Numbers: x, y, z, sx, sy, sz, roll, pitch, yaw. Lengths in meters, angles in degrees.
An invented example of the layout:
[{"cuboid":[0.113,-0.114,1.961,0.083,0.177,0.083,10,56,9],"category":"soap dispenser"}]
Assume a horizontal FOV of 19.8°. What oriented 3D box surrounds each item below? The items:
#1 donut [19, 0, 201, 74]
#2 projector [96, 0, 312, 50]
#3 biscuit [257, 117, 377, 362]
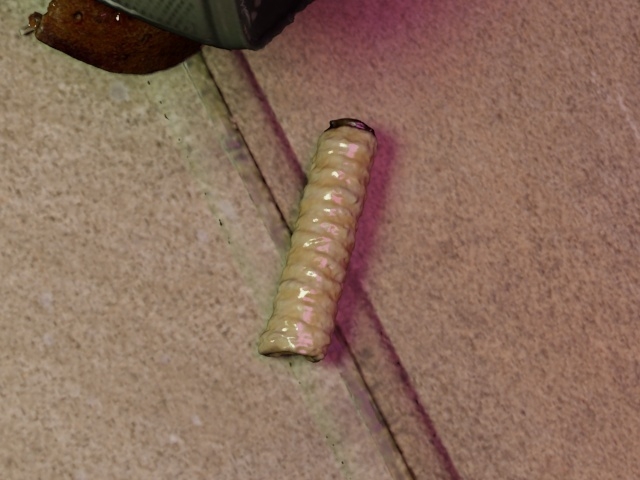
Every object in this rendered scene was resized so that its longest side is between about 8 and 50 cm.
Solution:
[{"cuboid":[-0.135,-0.237,1.546,0.141,0.085,0.217,30,63,-10],"category":"donut"},{"cuboid":[-0.116,-0.394,1.431,0.405,0.242,0.395,28,61,27],"category":"projector"},{"cuboid":[0.000,0.000,1.541,0.061,0.055,0.219,6,66,18],"category":"biscuit"}]
